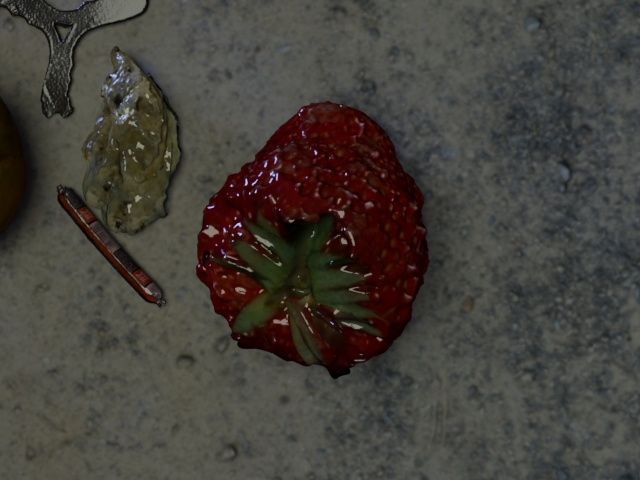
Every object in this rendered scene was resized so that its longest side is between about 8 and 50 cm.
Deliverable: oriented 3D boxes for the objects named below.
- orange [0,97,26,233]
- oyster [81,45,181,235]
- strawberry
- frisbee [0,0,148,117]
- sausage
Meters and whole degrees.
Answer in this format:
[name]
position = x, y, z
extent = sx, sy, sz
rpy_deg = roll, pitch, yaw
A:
[orange]
position = -0.458, -0.092, 1.503
extent = 0.240, 0.171, 0.240
rpy_deg = -4, 98, -26
[oyster]
position = -0.228, -0.112, 1.535
extent = 0.133, 0.072, 0.209
rpy_deg = 25, 96, 12
[strawberry]
position = 0.002, -0.003, 1.436
extent = 0.261, 0.257, 0.261
rpy_deg = 10, 120, 18
[frisbee]
position = -0.322, -0.243, 1.581
extent = 0.211, 0.012, 0.187
rpy_deg = 10, 93, 10
[sausage]
position = -0.257, 0.007, 1.562
extent = 0.028, 0.025, 0.198
rpy_deg = -40, 83, -24
